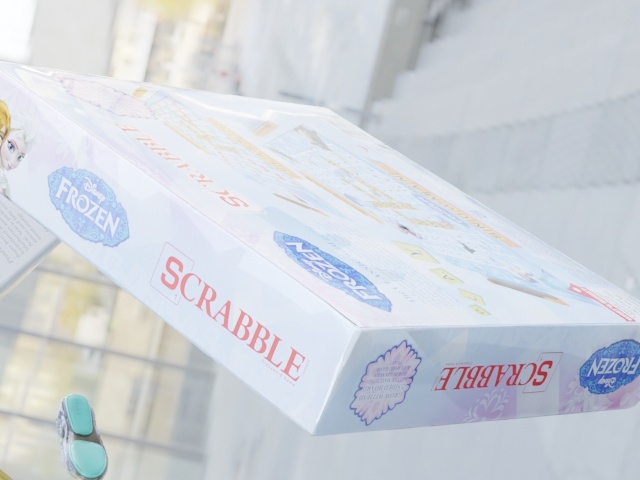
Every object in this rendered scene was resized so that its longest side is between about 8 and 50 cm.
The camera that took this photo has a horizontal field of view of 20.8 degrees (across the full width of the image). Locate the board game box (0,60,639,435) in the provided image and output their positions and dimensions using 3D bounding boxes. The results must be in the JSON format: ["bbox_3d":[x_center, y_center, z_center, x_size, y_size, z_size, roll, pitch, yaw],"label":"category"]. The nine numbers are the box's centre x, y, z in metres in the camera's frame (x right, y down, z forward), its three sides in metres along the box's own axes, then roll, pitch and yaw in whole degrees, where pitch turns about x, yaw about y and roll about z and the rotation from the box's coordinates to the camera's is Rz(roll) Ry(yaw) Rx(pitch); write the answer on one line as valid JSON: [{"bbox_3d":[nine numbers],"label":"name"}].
[{"bbox_3d":[0.000,0.000,1.031,0.318,0.319,0.066,3,-65,-50],"label":"board game box"}]

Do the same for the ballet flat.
[{"bbox_3d":[-0.209,0.182,1.518,0.114,0.041,0.041,-112,32,-53],"label":"ballet flat"}]

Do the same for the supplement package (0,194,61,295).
[{"bbox_3d":[-0.357,0.024,1.357,0.175,0.177,0.293,-38,5,39],"label":"supplement package"}]

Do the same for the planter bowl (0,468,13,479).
[{"bbox_3d":[-0.267,0.191,0.995,0.217,0.217,0.090,109,178,-49],"label":"planter bowl"}]
